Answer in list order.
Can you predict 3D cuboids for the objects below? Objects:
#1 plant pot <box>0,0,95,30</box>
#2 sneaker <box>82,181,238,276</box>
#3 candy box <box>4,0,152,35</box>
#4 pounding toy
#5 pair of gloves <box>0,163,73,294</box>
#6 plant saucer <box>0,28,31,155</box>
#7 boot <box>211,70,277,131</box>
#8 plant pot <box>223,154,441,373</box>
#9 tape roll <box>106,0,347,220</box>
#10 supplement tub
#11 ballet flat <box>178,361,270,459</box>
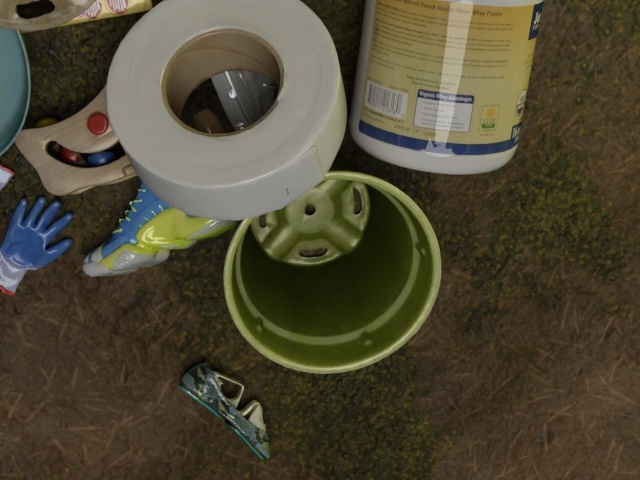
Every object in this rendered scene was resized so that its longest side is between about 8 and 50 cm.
[{"bbox_3d":[-0.303,-0.399,1.572,0.334,0.305,0.333,4,126,6],"label":"plant pot"},{"bbox_3d":[-0.231,-0.037,1.929,0.240,0.091,0.126,-21,83,12],"label":"sneaker"},{"bbox_3d":[-0.310,-0.310,1.781,0.187,0.109,0.053,-12,113,-3],"label":"candy box"},{"bbox_3d":[-0.266,-0.153,1.811,0.270,0.155,0.154,-15,92,6],"label":"pounding toy"},{"bbox_3d":[-0.446,-0.022,1.925,0.198,0.023,0.159,36,103,-20],"label":"pair of gloves"},{"bbox_3d":[-0.497,-0.237,1.761,0.318,0.043,0.317,10,122,17],"label":"plant saucer"},{"bbox_3d":[-0.079,-0.230,1.852,0.123,0.095,0.258,-22,112,9],"label":"boot"},{"bbox_3d":[0.000,0.000,1.871,0.276,0.254,0.276,-3,111,-7],"label":"plant pot"},{"bbox_3d":[-0.110,-0.169,1.699,0.286,0.286,0.100,-17,156,-1],"label":"tape roll"},{"bbox_3d":[0.164,-0.264,1.802,0.228,0.228,0.316,4,111,-10],"label":"supplement tub"},{"bbox_3d":[-0.124,0.247,2.059,0.070,0.070,0.188,-41,115,9],"label":"ballet flat"}]
